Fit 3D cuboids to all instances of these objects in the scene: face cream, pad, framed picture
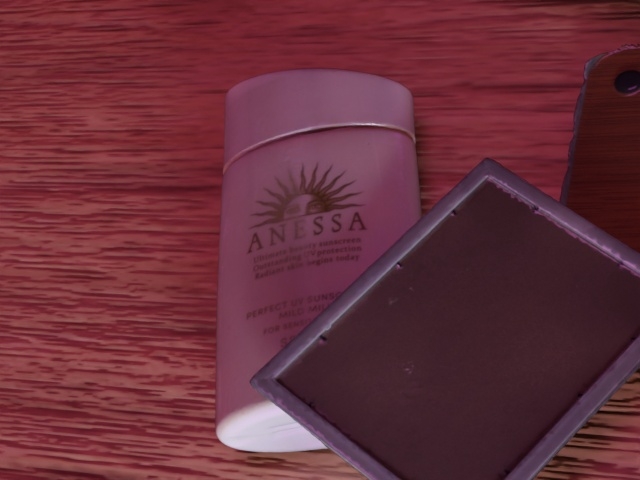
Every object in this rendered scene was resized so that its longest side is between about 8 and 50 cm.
[{"bbox_3d":[0.000,0.000,1.372,0.173,0.081,0.348,-10,53,14],"label":"face cream"},{"bbox_3d":[0.323,-0.043,1.288,0.286,0.018,0.284,-1,57,24],"label":"pad"},{"bbox_3d":[0.114,0.074,1.234,0.274,0.017,0.217,-41,59,-19],"label":"framed picture"}]
